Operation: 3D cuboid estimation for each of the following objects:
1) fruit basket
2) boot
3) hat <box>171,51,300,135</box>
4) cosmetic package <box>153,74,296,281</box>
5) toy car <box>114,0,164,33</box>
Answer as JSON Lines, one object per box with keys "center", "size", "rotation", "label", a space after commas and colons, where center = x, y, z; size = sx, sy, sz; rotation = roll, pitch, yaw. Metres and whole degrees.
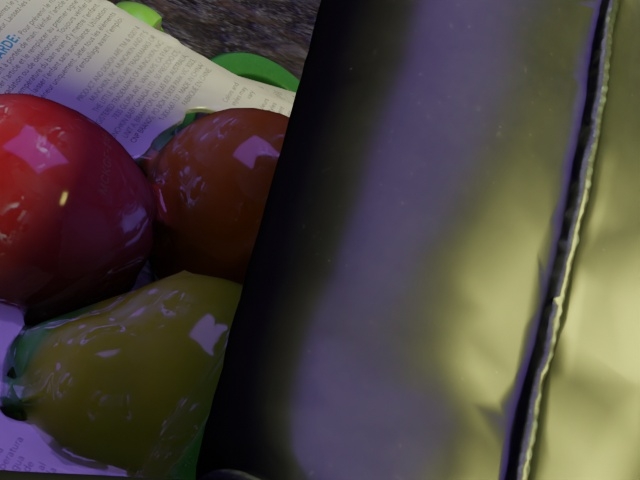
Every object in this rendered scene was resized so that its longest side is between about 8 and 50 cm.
{"center": [-0.095, 0.015, 0.700], "size": [0.353, 0.165, 0.327], "rotation": [25, 43, 1], "label": "fruit basket"}
{"center": [-0.012, 0.009, 0.507], "size": [0.367, 0.146, 0.445], "rotation": [32, 60, -19], "label": "boot"}
{"center": [-0.100, -0.047, 1.137], "size": [0.173, 0.183, 0.208], "rotation": [53, 46, -17], "label": "hat"}
{"center": [0.000, 0.000, 0.933], "size": [0.183, 0.151, 0.151], "rotation": [13, 21, -19], "label": "cosmetic package"}
{"center": [-0.209, -0.207, 1.416], "size": [0.239, 0.053, 0.225], "rotation": [22, 20, 4], "label": "toy car"}
